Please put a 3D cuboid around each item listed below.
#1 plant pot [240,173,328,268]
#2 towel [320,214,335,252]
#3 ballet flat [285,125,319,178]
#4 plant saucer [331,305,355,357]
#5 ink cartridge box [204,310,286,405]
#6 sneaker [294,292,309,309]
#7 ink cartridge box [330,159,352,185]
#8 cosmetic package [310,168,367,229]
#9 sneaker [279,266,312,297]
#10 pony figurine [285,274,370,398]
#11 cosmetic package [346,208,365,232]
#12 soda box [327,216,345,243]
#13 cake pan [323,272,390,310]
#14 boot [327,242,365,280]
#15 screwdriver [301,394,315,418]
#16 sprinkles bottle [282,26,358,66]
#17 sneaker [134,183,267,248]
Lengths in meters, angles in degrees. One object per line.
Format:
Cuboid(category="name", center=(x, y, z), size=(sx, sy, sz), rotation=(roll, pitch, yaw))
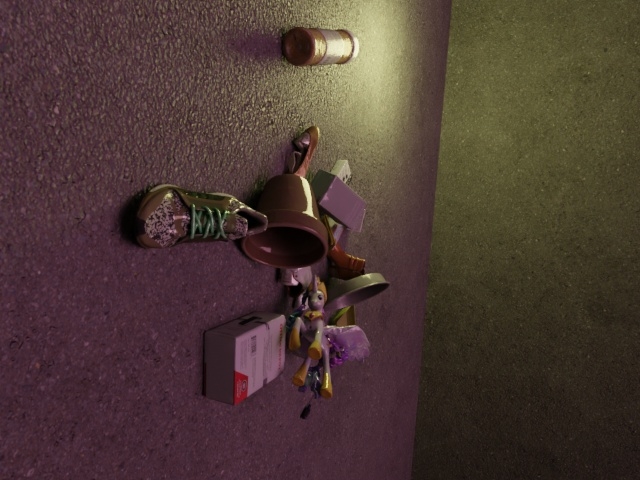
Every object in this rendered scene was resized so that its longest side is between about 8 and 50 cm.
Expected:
Cuboid(category="plant pot", center=(-0.105, -0.072, 1.595), size=(0.263, 0.263, 0.229), rotation=(55, 30, -54))
Cuboid(category="towel", center=(0.000, 0.000, 1.692), size=(0.237, 0.021, 0.102), rotation=(128, -56, -70))
Cuboid(category="ballet flat", center=(-0.062, -0.300, 1.776), size=(0.073, 0.080, 0.232), rotation=(31, 67, -46))
Cuboid(category="plant saucer", center=(0.098, 0.389, 2.314), size=(0.188, 0.045, 0.188), rotation=(-40, 132, -54))
Cuboid(category="ink cartridge box", center=(-0.220, 0.339, 1.567), size=(0.273, 0.114, 0.197), rotation=(-13, 107, -63))
Cuboid(category="sneaker", center=(-0.046, 0.224, 1.965), size=(0.152, 0.053, 0.061), rotation=(2, 92, -64))
Cuboid(category="ink cartridge box", center=(0.061, -0.219, 2.078), size=(0.207, 0.046, 0.097), rotation=(-61, 145, -37))
Cuboid(category="cosmetic package", center=(0.058, -0.151, 1.945), size=(0.238, 0.107, 0.127), rotation=(37, 83, -46))
Cuboid(category="sneaker", center=(-0.091, 0.078, 1.772), size=(0.123, 0.106, 0.290), rotation=(-60, 147, -44))
Cuboid(category="pony figurine", center=(-0.003, 0.341, 1.759), size=(0.363, 0.302, 0.351), rotation=(-79, 159, -55))
Cuboid(category="cosmetic package", center=(0.152, -0.088, 2.182), size=(0.239, 0.060, 0.099), rotation=(-31, 136, -84))
Cuboid(category="soda box", center=(0.050, -0.046, 2.080), size=(0.058, 0.063, 0.183), rotation=(75, 33, -42))
Cuboid(category="cake pan", center=(0.139, 0.208, 2.128), size=(0.293, 0.293, 0.054), rotation=(20, 46, -64))
Cuboid(category="boot", center=(0.107, 0.070, 2.125), size=(0.073, 0.152, 0.197), rotation=(-44, 135, -53))
Cuboid(category="screwdriver", center=(-0.039, 0.659, 2.138), size=(0.025, 0.024, 0.170), rotation=(52, 37, -17))
Cuboid(category="sprinkles bottle", center=(0.009, -0.655, 1.772), size=(0.355, 0.121, 0.121), rotation=(-35, 127, -57))
Cuboid(category="sneaker", center=(-0.271, -0.055, 1.281), size=(0.410, 0.182, 0.158), rotation=(-14, 110, -62))
